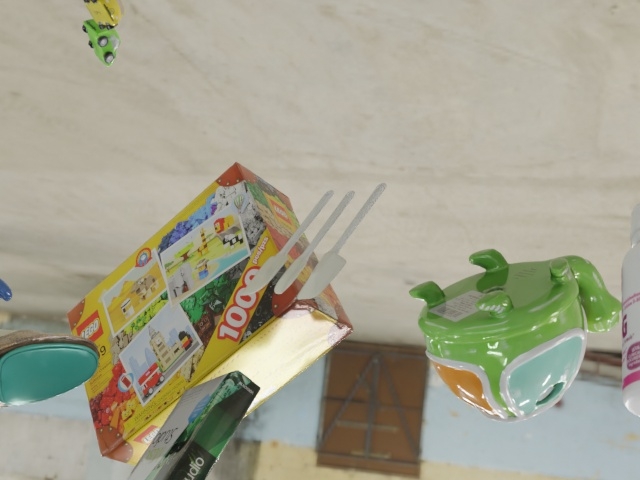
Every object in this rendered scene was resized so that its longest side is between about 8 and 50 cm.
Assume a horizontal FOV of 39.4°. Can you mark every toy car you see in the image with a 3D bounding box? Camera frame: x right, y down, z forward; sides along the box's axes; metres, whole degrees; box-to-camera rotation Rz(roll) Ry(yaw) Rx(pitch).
[{"bbox_3d":[-0.416,-0.419,1.656,0.239,0.053,0.225,44,160,25],"label":"toy car"}]

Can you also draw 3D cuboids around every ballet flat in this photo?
[{"bbox_3d":[-0.442,0.165,1.154,0.316,0.107,0.106,-10,-146,-45],"label":"ballet flat"}]

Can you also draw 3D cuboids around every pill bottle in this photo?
[{"bbox_3d":[0.481,0.088,1.181,0.160,0.283,0.160,8,153,4],"label":"pill bottle"}]

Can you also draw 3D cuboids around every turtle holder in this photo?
[{"bbox_3d":[0.310,0.140,1.425,0.243,0.227,0.320,-6,-162,40],"label":"turtle holder"}]

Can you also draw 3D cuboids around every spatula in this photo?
[{"bbox_3d":[0.000,0.000,1.339,0.168,0.242,0.019,-6,127,48],"label":"spatula"}]

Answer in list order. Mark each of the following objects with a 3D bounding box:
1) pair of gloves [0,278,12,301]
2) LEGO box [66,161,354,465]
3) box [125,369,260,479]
[{"bbox_3d":[-0.472,0.032,1.114,0.159,0.023,0.198,37,153,-33],"label":"pair of gloves"},{"bbox_3d":[-0.232,0.156,1.764,0.500,0.372,0.193,-40,139,14],"label":"LEGO box"},{"bbox_3d":[-0.235,0.357,1.376,0.058,0.322,0.232,39,149,-12],"label":"box"}]
